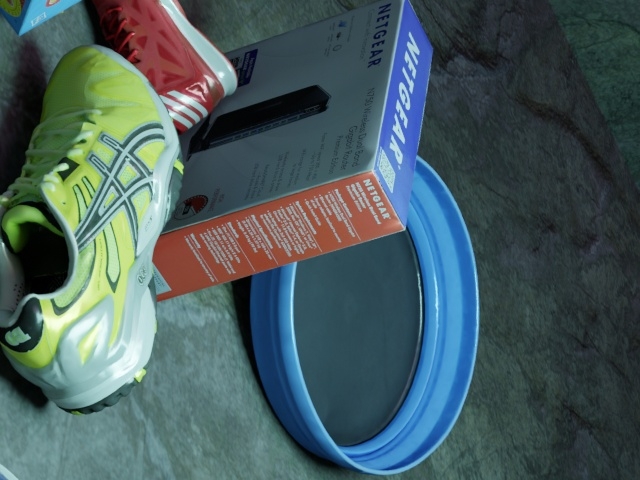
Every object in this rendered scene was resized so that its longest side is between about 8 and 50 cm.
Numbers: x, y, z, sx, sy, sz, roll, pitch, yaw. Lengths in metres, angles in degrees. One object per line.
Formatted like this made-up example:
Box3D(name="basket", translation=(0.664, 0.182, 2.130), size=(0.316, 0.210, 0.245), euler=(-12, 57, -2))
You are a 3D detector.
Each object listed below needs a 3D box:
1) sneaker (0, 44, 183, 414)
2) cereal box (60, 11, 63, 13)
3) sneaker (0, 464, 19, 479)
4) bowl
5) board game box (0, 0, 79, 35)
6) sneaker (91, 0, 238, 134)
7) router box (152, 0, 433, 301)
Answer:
Box3D(name="sneaker", translation=(-0.222, -0.038, 1.732), size=(0.147, 0.145, 0.385), euler=(46, 32, -48))
Box3D(name="cereal box", translation=(-0.324, -0.340, 1.781), size=(0.173, 0.047, 0.240), euler=(18, 57, -65))
Box3D(name="sneaker", translation=(-0.241, 0.281, 1.474), size=(0.315, 0.182, 0.127), euler=(23, 44, -24))
Box3D(name="bowl", translation=(0.056, 0.082, 2.236), size=(0.391, 0.077, 0.391), euler=(3, 86, -53))
Box3D(name="board game box", translation=(-0.281, -0.366, 1.551), size=(0.086, 0.308, 0.302), euler=(-35, 85, -25))
Box3D(name="sneaker", translation=(-0.202, -0.203, 1.984), size=(0.221, 0.087, 0.128), euler=(42, 62, -1))
Box3D(name="router box", translation=(-0.045, -0.102, 1.989), size=(0.082, 0.301, 0.335), euler=(60, 24, -31))
